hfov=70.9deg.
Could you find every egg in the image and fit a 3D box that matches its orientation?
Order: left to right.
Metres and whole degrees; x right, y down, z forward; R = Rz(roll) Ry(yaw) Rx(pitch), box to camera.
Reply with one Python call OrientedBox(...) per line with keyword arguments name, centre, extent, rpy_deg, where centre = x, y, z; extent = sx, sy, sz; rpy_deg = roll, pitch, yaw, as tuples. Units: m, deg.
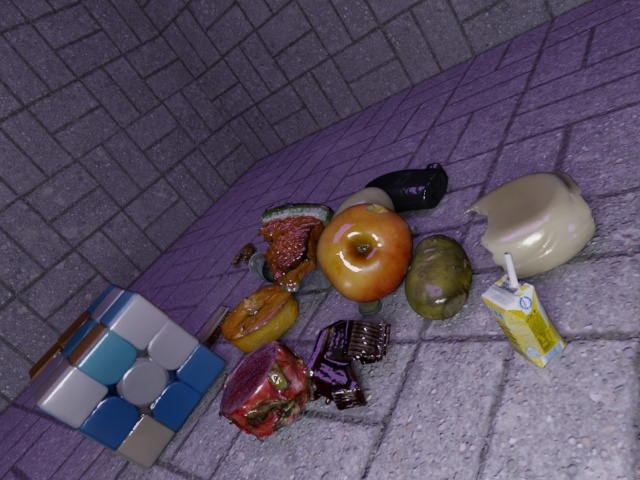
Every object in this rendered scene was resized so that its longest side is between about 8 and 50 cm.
OrientedBox(name="egg", centre=(0.121, -0.033, 1.299), extent=(0.253, 0.189, 0.188), rpy_deg=(-66, 21, 8))

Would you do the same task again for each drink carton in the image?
OrientedBox(name="drink carton", centre=(0.323, 0.113, 0.734), extent=(0.074, 0.200, 0.084), rpy_deg=(-39, 22, -2))

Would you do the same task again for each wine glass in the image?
OrientedBox(name="wine glass", centre=(-0.124, 0.040, 1.600), extent=(0.264, 0.096, 0.309), rpy_deg=(-39, 10, -12))

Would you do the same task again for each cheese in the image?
OrientedBox(name="cheese", centre=(0.441, -0.039, 0.963), extent=(0.233, 0.127, 0.266), rpy_deg=(-25, 23, 26))

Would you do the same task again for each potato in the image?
OrientedBox(name="potato", centre=(0.263, 0.084, 1.007), extent=(0.150, 0.113, 0.251), rpy_deg=(-17, 37, 23))

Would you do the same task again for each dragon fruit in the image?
OrientedBox(name="dragon fruit", centre=(-0.117, 0.339, 1.010), extent=(0.282, 0.147, 0.211), rpy_deg=(-31, 22, 51))

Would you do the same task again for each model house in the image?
OrientedBox(name="model house", centre=(0.066, 0.261, 0.962), extent=(0.164, 0.141, 0.203), rpy_deg=(5, 63, 31))

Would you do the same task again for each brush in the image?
OrientedBox(name="brush", centre=(-0.407, 0.363, 1.528), extent=(0.060, 0.050, 0.321), rpy_deg=(2, 51, 53))
OrientedBox(name="brush", centre=(0.110, 0.131, 1.240), extent=(0.062, 0.027, 0.266), rpy_deg=(-21, 22, -1))

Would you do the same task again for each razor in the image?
OrientedBox(name="razor", centre=(0.259, -0.160, 1.499), extent=(0.327, 0.107, 0.189), rpy_deg=(-5, 39, 52))

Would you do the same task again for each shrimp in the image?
OrientedBox(name="shrimp", centre=(-0.347, 0.072, 2.025), extent=(0.132, 0.052, 0.187), rpy_deg=(-49, 15, 1))

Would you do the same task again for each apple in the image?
OrientedBox(name="apple", centre=(0.113, 0.027, 1.084), extent=(0.242, 0.242, 0.241), rpy_deg=(-33, -8, 10))

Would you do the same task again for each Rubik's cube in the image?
OrientedBox(name="Rubik's cube", centre=(-0.550, 0.365, 1.283), extent=(0.344, 0.347, 0.346), rpy_deg=(0, 49, 55))

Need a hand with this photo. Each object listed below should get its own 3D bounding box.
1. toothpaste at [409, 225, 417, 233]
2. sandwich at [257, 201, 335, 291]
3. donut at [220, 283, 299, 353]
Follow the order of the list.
OrientedBox(name="toothpaste", centre=(0.204, -0.010, 1.376), extent=(0.216, 0.037, 0.062), rpy_deg=(-19, 30, 45))
OrientedBox(name="sandwich", centre=(-0.070, 0.030, 1.376), extent=(0.251, 0.162, 0.301), rpy_deg=(-8, 50, 25))
OrientedBox(name="donut", centre=(-0.180, 0.227, 1.360), extent=(0.254, 0.118, 0.253), rpy_deg=(-32, 22, 14))
